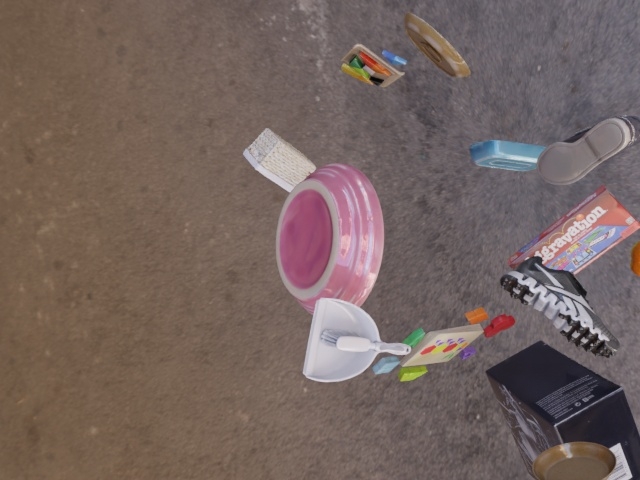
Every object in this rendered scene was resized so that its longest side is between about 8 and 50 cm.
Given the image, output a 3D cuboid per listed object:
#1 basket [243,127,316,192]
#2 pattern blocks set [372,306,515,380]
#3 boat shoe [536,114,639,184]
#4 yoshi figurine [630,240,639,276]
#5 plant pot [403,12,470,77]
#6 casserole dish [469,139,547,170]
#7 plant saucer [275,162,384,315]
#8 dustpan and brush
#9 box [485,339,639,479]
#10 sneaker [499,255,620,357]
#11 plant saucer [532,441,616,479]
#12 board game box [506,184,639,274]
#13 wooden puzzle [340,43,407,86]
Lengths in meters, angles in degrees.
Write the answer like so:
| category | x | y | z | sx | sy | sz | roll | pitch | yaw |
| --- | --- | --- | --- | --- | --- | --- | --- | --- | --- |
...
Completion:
| category | x | y | z | sx | sy | sz | roll | pitch | yaw |
| --- | --- | --- | --- | --- | --- | --- | --- | --- | --- |
| basket | -0.109 | -0.217 | 1.673 | 0.103 | 0.167 | 0.113 | -50 | 41 | 8 |
| pattern blocks set | 0.280 | 0.240 | 1.399 | 0.285 | 0.324 | 0.026 | -45 | 55 | 28 |
| boat shoe | 0.444 | -0.149 | 1.009 | 0.065 | 0.206 | 0.075 | -22 | 84 | -22 |
| yoshi figurine | 0.951 | 0.093 | 1.448 | 0.362 | 0.203 | 0.204 | 32 | 115 | 53 |
| plant pot | 0.304 | -0.514 | 1.630 | 0.236 | 0.236 | 0.032 | 45 | 100 | 8 |
| casserole dish | 0.414 | -0.183 | 1.330 | 0.188 | 0.114 | 0.037 | 6 | 83 | -17 |
| plant saucer | 0.000 | 0.000 | 1.279 | 0.332 | 0.084 | 0.332 | -9 | 80 | 56 |
| dustpan and brush | 0.078 | 0.189 | 1.113 | 0.060 | 0.211 | 0.147 | 8 | 87 | 50 |
| box | 0.593 | 0.465 | 1.447 | 0.179 | 0.312 | 0.343 | -27 | 103 | -6 |
| sneaker | 0.451 | 0.109 | 1.106 | 0.234 | 0.078 | 0.106 | 39 | 69 | 20 |
| plant saucer | 0.263 | 0.237 | 0.630 | 0.083 | 0.083 | 0.015 | -16 | 97 | 19 |
| board game box | 0.603 | 0.007 | 1.458 | 0.145 | 0.027 | 0.281 | 38 | 115 | -19 |
| wooden puzzle | 0.064 | -0.219 | 0.773 | 0.078 | 0.116 | 0.014 | 27 | 84 | -5 |
